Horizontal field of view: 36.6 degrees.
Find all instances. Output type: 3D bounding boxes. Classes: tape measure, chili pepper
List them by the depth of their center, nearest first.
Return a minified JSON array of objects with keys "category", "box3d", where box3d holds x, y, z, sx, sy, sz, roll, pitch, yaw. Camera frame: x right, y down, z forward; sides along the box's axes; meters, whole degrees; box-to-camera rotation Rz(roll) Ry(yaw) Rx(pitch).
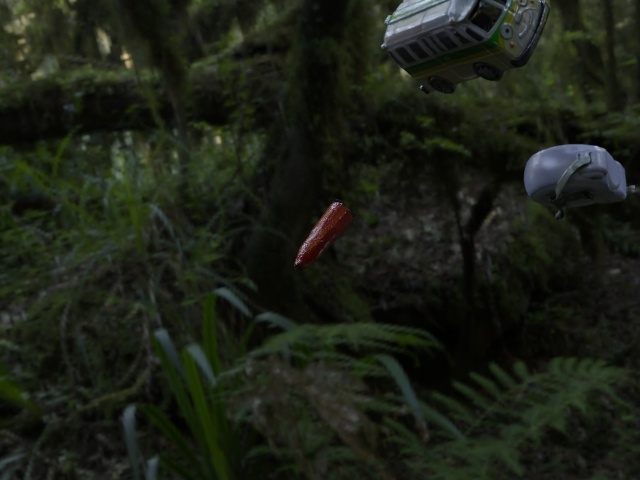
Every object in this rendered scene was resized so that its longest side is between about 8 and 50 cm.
[{"category":"tape measure","box3d":[0.487,-0.113,1.873,0.178,0.105,0.196,-10,-17,36]},{"category":"chili pepper","box3d":[-0.002,0.000,2.056,0.169,0.065,0.088,-50,-15,-20]}]

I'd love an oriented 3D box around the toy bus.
[{"category":"toy bus","box3d":[0.263,-0.397,1.824,0.305,0.179,0.143,-2,58,60]}]
